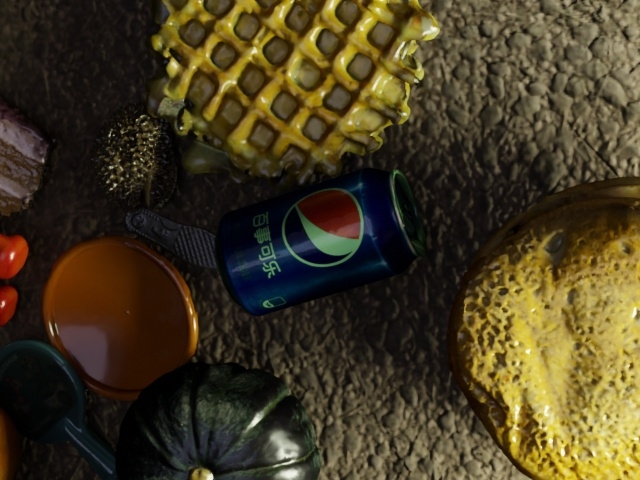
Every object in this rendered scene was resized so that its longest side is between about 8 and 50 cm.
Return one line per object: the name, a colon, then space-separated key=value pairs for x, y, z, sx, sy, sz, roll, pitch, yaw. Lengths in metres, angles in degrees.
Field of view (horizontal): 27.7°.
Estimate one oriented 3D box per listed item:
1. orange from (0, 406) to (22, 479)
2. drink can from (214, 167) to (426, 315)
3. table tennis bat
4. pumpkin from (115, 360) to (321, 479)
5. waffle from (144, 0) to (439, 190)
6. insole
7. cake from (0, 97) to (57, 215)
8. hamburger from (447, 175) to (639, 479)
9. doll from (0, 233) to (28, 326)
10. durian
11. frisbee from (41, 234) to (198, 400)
orange: x=-0.439 y=0.258 z=1.429 sx=0.170 sy=0.224 sz=0.224 roll=39 pitch=104 yaw=4
drink can: x=0.000 y=0.000 z=1.339 sx=0.205 sy=0.118 sz=0.118 roll=-18 pitch=90 yaw=15
table tennis bat: x=-0.296 y=0.197 z=1.479 sx=0.201 sy=0.033 sz=0.124 roll=45 pitch=119 yaw=7
pumpkin: x=-0.107 y=0.233 z=1.366 sx=0.221 sy=0.162 sz=0.220 roll=1 pitch=95 yaw=11
waffle: x=-0.044 y=-0.203 z=1.362 sx=0.329 sy=0.062 sz=0.329 roll=2 pitch=96 yaw=15
insole: x=-0.159 y=-0.003 z=1.443 sx=0.135 sy=0.002 sz=0.045 roll=25 pitch=100 yaw=13
cake: x=-0.440 y=-0.139 z=1.465 sx=0.295 sy=0.113 sz=0.116 roll=32 pitch=104 yaw=5
hamburger: x=0.285 y=0.086 z=1.237 sx=0.314 sy=0.170 sz=0.289 roll=-22 pitch=91 yaw=15
doll: x=-0.491 y=-0.018 z=1.482 sx=0.337 sy=0.105 sz=0.199 roll=24 pitch=127 yaw=8
durian: x=-0.203 y=-0.099 z=1.414 sx=0.111 sy=0.071 sz=0.140 roll=22 pitch=95 yaw=13
frisbee: x=-0.221 y=0.085 z=1.448 sx=0.192 sy=0.035 sz=0.192 roll=5 pitch=106 yaw=19
